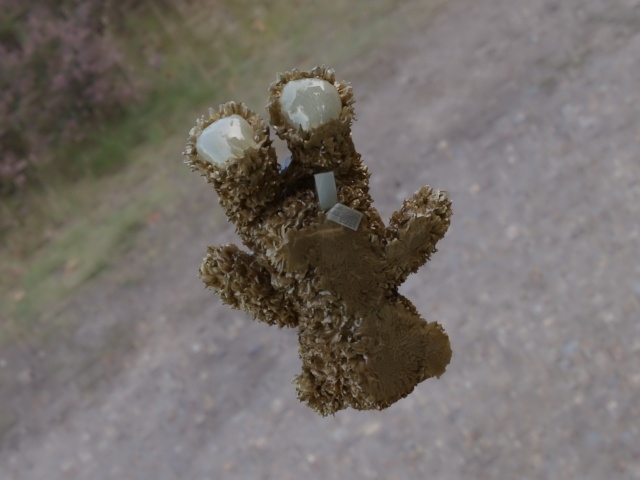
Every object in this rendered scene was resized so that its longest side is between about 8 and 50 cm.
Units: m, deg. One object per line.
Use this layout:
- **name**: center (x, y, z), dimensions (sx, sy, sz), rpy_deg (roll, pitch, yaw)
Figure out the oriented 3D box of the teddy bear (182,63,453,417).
- **teddy bear**: center (0.000, 0.000, 1.693), dimensions (0.245, 0.338, 0.113), rpy_deg (-45, 16, -10)
